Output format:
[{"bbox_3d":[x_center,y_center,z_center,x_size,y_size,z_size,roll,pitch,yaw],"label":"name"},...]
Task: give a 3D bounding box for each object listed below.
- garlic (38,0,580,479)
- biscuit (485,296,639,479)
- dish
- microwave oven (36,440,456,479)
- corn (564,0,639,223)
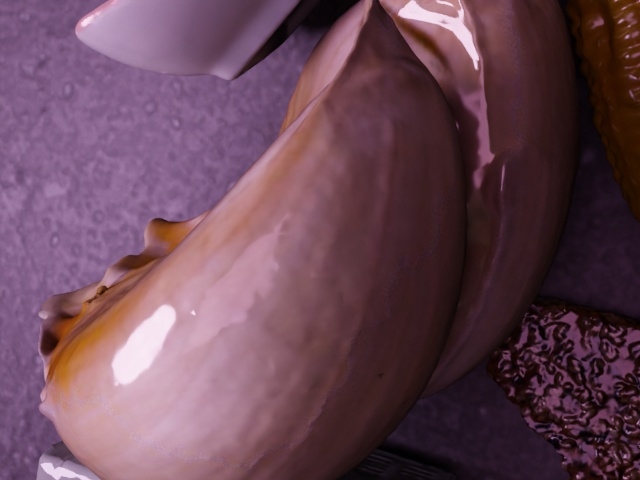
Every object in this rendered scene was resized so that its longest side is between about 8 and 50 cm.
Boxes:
[{"bbox_3d":[0.000,0.000,0.542,0.313,0.286,0.249,-35,63,30],"label":"garlic"},{"bbox_3d":[0.206,0.118,0.600,0.236,0.026,0.131,14,99,18],"label":"biscuit"},{"bbox_3d":[-0.034,-0.155,0.573,0.077,0.212,0.151,41,109,-6],"label":"dish"},{"bbox_3d":[-0.056,0.270,0.632,0.237,0.181,0.295,13,100,17],"label":"microwave oven"},{"bbox_3d":[0.179,-0.149,0.536,0.120,0.120,0.363,-19,87,21],"label":"corn"}]
